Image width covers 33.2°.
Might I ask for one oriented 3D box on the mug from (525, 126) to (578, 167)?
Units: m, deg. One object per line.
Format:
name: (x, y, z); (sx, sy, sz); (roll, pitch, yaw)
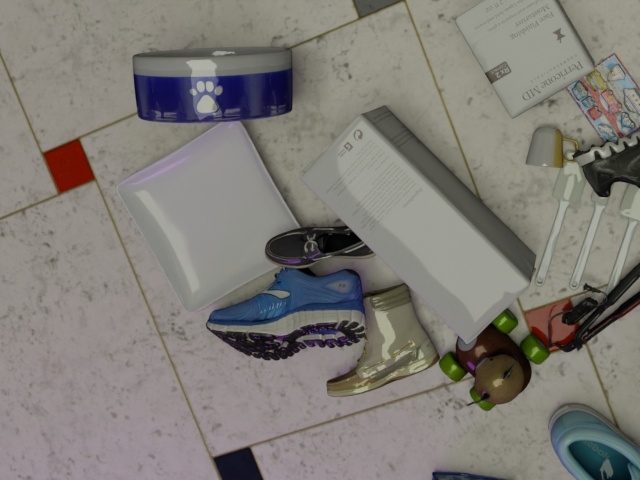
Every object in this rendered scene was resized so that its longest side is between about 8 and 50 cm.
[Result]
mug: (0.382, -0.154, 1.789); (0.078, 0.062, 0.064); (3, 94, -30)

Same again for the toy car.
toy car: (0.288, 0.219, 1.812); (0.149, 0.188, 0.155); (44, 107, 2)

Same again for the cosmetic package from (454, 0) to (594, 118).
cosmetic package: (0.329, -0.315, 1.713); (0.151, 0.151, 0.184); (-31, 93, 18)

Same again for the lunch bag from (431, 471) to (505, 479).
lunch bag: (0.273, 0.492, 1.926); (0.151, 0.096, 0.129); (4, 100, -2)

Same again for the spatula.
spatula: (0.463, -0.016, 1.811); (0.168, 0.019, 0.242); (16, 104, 9)

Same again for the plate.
plate: (-0.193, -0.045, 1.951); (0.278, 0.045, 0.277); (-28, 93, 17)

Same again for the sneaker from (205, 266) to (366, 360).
sneaker: (-0.058, 0.122, 1.922); (0.330, 0.130, 0.147); (-10, 56, 30)

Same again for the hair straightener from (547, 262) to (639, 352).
hair straightener: (0.467, 0.107, 1.819); (0.089, 0.047, 0.230); (47, 116, -2)

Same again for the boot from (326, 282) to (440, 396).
boot: (0.086, 0.178, 1.913); (0.213, 0.077, 0.165); (-22, 96, 12)

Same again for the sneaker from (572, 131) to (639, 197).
sneaker: (0.535, -0.134, 1.731); (0.234, 0.078, 0.106); (-20, 88, 14)

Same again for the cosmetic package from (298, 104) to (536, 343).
cosmetic package: (0.171, -0.035, 1.778); (0.385, 0.217, 0.156); (47, 108, 3)

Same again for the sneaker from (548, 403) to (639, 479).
sneaker: (0.540, 0.426, 1.813); (0.366, 0.150, 0.135); (31, 107, 6)

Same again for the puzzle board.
puzzle board: (0.480, -0.229, 1.768); (0.096, 0.011, 0.128); (-35, 92, 18)

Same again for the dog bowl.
dog bowl: (-0.178, -0.263, 1.789); (0.265, 0.265, 0.104); (2, 104, 13)

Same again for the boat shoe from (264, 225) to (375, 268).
boat shoe: (0.000, 0.000, 1.850); (0.206, 0.065, 0.075); (-4, 66, 8)
